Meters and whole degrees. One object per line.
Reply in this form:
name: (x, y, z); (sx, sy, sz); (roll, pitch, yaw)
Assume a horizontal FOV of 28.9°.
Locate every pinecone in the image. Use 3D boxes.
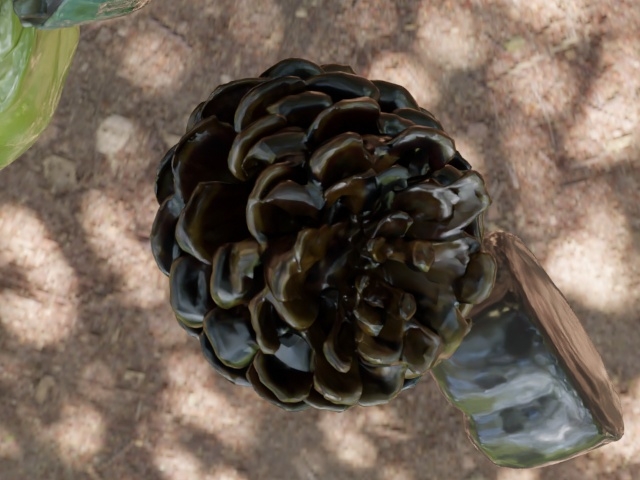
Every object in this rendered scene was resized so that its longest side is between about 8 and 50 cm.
pinecone: (0.000, 0.000, 0.792); (0.224, 0.272, 0.224); (-3, 107, -9)

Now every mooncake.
mooncake: (0.195, 0.111, 1.227); (0.133, 0.245, 0.245); (-26, 121, 20)

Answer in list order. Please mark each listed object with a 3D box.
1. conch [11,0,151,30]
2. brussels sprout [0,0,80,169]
conch: (-0.129, -0.274, 0.802); (0.195, 0.220, 0.277); (31, 136, -34)
brussels sprout: (-0.361, -0.187, 1.045); (0.344, 0.268, 0.344); (27, 148, 18)
